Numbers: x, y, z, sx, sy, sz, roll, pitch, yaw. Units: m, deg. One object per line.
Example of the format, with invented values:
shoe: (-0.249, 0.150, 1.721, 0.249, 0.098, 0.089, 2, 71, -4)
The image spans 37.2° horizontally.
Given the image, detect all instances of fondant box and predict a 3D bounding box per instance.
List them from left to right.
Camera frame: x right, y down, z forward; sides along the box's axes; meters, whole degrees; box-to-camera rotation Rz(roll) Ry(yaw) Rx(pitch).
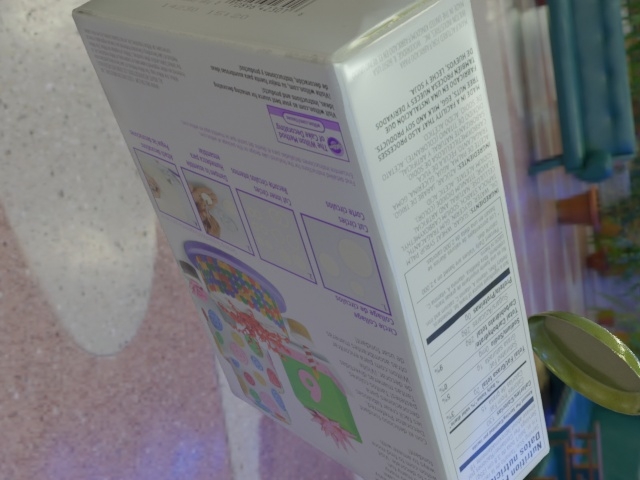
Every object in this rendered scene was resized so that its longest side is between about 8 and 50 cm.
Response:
fondant box: (0.000, 0.000, 0.592, 0.096, 0.238, 0.330, -36, 128, -28)

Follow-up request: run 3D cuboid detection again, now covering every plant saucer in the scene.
plant saucer: (0.444, 0.193, 1.565, 0.037, 0.241, 0.241, -48, 137, -17)
